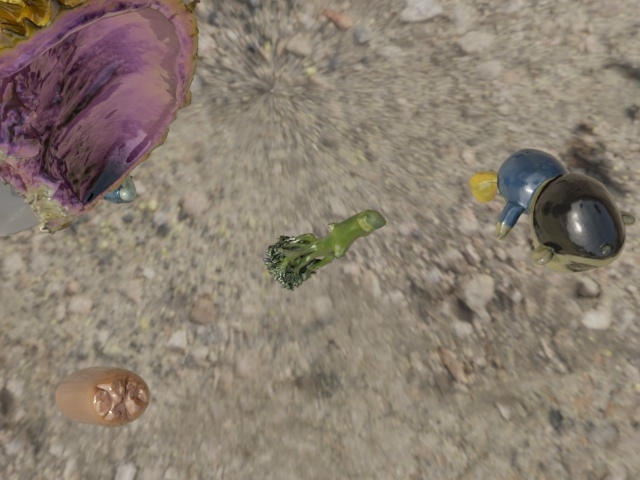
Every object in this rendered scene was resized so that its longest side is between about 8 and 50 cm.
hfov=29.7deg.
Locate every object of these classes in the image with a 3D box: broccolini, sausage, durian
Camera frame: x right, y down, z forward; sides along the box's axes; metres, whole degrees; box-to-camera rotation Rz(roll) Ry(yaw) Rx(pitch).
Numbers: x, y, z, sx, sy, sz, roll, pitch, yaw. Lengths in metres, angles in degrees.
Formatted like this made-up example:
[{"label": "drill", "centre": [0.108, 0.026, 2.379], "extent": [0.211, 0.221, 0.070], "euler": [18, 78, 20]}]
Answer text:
[{"label": "broccolini", "centre": [0.001, -0.002, 1.245], "extent": [0.067, 0.216, 0.058], "euler": [-38, 91, -26]}, {"label": "sausage", "centre": [-0.308, 0.218, 1.682], "extent": [0.086, 0.289, 0.086], "euler": [2, 84, -23]}, {"label": "durian", "centre": [-0.182, -0.124, 0.877], "extent": [0.191, 0.341, 0.112], "euler": [-44, 76, -9]}]

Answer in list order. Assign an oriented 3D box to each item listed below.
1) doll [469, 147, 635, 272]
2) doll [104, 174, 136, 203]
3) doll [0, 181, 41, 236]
[{"label": "doll", "centre": [0.189, -0.022, 0.970], "extent": [0.102, 0.179, 0.089], "euler": [-25, 114, -7]}, {"label": "doll", "centre": [-0.288, -0.083, 1.687], "extent": [0.050, 0.083, 0.076], "euler": [-26, 89, 5]}, {"label": "doll", "centre": [-0.352, -0.128, 1.227], "extent": [0.221, 0.251, 0.221], "euler": [-6, 65, 13]}]
